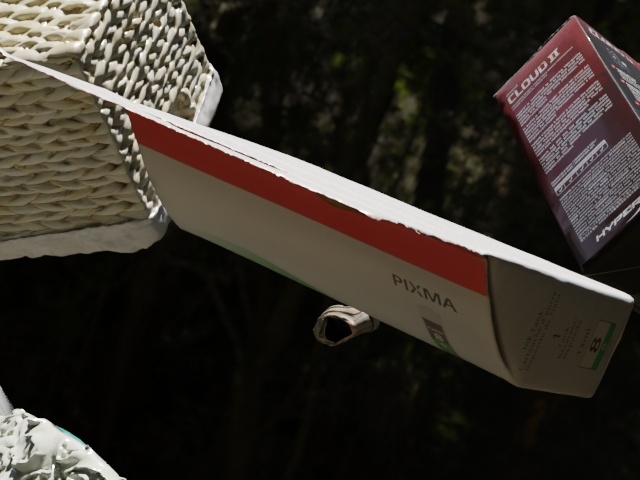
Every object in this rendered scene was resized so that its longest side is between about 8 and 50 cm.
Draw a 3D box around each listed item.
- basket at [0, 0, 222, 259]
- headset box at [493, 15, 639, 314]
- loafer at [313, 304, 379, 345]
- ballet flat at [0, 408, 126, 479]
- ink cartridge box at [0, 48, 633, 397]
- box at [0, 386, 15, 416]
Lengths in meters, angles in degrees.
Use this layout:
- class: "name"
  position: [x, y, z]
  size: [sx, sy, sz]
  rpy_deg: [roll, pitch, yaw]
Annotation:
- class: "basket"
  position: [-0.331, -0.176, 1.704]
  size: [0.331, 0.328, 0.266]
  rpy_deg: [-4, -51, 18]
- class: "headset box"
  position: [0.286, -0.048, 1.228]
  size: [0.218, 0.110, 0.293]
  rpy_deg: [31, 26, -31]
- class: "loafer"
  position: [0.020, 0.100, 1.651]
  size: [0.125, 0.039, 0.045]
  rpy_deg: [-22, -86, 58]
- class: "ballet flat"
  position: [-0.144, 0.200, 0.815]
  size: [0.147, 0.147, 0.409]
  rpy_deg: [37, -14, -35]
- class: "ink cartridge box"
  position: [0.000, 0.000, 0.558]
  size: [0.181, 0.056, 0.224]
  rpy_deg: [24, 6, 33]
- class: "box"
  position: [-0.334, 0.151, 1.049]
  size: [0.130, 0.170, 0.091]
  rpy_deg: [-37, -97, 44]
